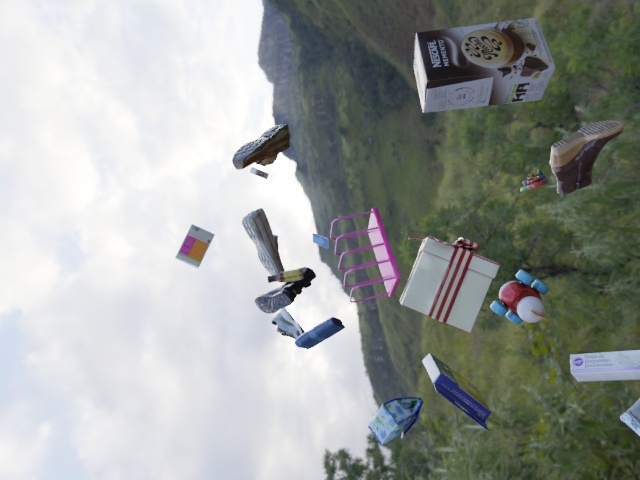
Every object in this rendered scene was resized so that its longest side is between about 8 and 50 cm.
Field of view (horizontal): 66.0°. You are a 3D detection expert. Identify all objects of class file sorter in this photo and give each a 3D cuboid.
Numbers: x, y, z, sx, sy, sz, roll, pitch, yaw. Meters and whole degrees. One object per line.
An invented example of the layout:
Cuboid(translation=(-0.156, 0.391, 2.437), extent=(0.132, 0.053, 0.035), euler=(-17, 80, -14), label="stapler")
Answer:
Cuboid(translation=(0.158, 0.064, 1.846), extent=(0.202, 0.182, 0.291), euler=(91, 165, -66), label="file sorter")

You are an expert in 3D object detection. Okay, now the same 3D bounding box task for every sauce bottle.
Cuboid(translation=(-0.125, 0.127, 1.753), extent=(0.042, 0.128, 0.042), euler=(172, 90, -89), label="sauce bottle")

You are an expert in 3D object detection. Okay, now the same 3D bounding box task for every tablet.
Cuboid(translation=(0.000, 0.000, 2.115), extent=(0.006, 0.083, 0.054), euler=(-43, -38, -40), label="tablet")

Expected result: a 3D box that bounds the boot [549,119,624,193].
Cuboid(translation=(0.926, -0.287, 1.710), extent=(0.090, 0.248, 0.207), euler=(-96, -21, -52), label="boot")

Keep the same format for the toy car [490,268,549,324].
Cuboid(translation=(0.905, 0.290, 2.122), extent=(0.210, 0.219, 0.238), euler=(28, -164, -24), label="toy car")

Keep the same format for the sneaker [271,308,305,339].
Cuboid(translation=(-0.146, 0.440, 2.411), extent=(0.108, 0.271, 0.100), euler=(-39, -51, -13), label="sneaker")

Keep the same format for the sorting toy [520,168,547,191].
Cuboid(translation=(0.548, -0.157, 1.270), extent=(0.102, 0.061, 0.042), euler=(-2, -109, -87), label="sorting toy")

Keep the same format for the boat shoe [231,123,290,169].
Cuboid(translation=(-0.224, -0.366, 2.029), extent=(0.324, 0.122, 0.120), euler=(-44, -52, -37), label="boat shoe")

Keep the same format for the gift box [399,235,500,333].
Cuboid(translation=(0.379, 0.110, 1.534), extent=(0.255, 0.276, 0.258), euler=(19, -86, -86), label="gift box")

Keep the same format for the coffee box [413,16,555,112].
Cuboid(translation=(0.391, -0.431, 1.217), extent=(0.119, 0.297, 0.168), euler=(78, -174, -64), label="coffee box")

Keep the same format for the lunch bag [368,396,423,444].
Cuboid(translation=(0.246, 0.561, 1.556), extent=(0.151, 0.096, 0.129), euler=(-9, -43, -40), label="lunch bag")

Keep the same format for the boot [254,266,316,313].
Cuboid(translation=(-0.147, 0.212, 2.133), extent=(0.094, 0.246, 0.207), euler=(57, -135, -11), label="boot")

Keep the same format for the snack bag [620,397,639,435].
Cuboid(translation=(0.837, 0.480, 1.086), extent=(0.342, 0.037, 0.323), euler=(-1, -136, -46), label="snack bag")

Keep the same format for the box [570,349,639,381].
Cuboid(translation=(0.871, 0.343, 1.360), extent=(0.067, 0.324, 0.063), euler=(42, -131, -32), label="box")

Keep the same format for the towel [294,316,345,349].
Cuboid(translation=(-0.003, 0.226, 1.206), extent=(0.067, 0.119, 0.029), euler=(32, -151, -55), label="towel")

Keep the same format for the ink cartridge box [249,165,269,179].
Cuboid(translation=(-0.263, -0.285, 2.064), extent=(0.083, 0.048, 0.028), euler=(18, -83, -42), label="ink cartridge box")

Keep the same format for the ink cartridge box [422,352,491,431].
Cuboid(translation=(0.618, 0.670, 2.214), extent=(0.303, 0.072, 0.307), euler=(38, -173, -7), label="ink cartridge box")

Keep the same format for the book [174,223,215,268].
Cuboid(translation=(-0.469, 0.021, 1.841), extent=(0.144, 0.096, 0.035), euler=(-68, 11, -20), label="book")

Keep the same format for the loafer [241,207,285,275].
Cuboid(translation=(-0.215, 0.016, 2.060), extent=(0.111, 0.112, 0.319), euler=(-38, -60, -31), label="loafer")
